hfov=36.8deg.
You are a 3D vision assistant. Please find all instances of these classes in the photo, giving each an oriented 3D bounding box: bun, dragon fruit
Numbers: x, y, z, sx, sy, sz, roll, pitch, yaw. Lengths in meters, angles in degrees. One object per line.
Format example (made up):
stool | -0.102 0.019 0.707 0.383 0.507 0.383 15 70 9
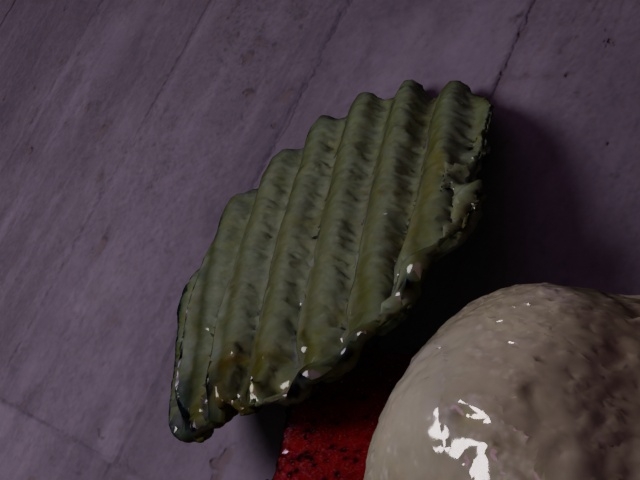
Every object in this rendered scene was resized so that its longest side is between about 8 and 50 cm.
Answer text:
bun | 0.186 0.188 0.527 0.227 0.352 0.349 -11 94 44
dragon fruit | 0.036 0.191 0.753 0.262 0.163 0.189 -82 6 -55

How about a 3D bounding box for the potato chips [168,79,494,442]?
potato chips | 0.000 0.000 0.885 0.358 0.070 0.429 -29 28 29
